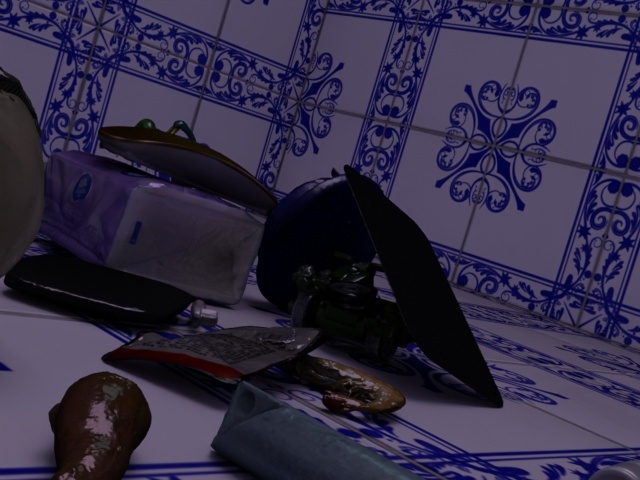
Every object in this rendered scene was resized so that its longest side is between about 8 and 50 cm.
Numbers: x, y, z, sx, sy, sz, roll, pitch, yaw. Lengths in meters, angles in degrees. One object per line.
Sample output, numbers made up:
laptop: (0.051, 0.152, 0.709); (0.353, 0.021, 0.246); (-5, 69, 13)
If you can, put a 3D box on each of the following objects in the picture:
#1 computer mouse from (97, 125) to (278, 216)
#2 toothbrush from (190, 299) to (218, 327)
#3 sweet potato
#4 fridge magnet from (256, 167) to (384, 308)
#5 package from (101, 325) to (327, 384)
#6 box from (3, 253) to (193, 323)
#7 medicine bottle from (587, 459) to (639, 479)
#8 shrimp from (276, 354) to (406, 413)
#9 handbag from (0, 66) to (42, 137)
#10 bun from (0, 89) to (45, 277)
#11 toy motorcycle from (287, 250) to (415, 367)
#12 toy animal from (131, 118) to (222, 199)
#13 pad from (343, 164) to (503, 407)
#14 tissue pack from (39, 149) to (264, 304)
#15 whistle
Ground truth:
computer mouse: (-0.202, -0.119, 1.490); (0.310, 0.072, 0.158); (23, 0, -37)
toothbrush: (-0.145, 0.089, 1.153); (0.030, 0.025, 0.307); (9, -3, -8)
sweet potato: (-0.147, 0.124, 0.617); (0.068, 0.068, 0.226); (16, 4, -7)
fridge magnet: (0.000, 0.000, 1.561); (0.113, 0.265, 0.265); (42, 18, 34)
package: (-0.105, 0.112, 0.992); (0.154, 0.030, 0.239); (4, 2, 22)
box: (-0.266, 0.062, 1.155); (0.201, 0.042, 0.212); (17, 5, 2)
medicine bottle: (0.286, 0.237, 0.881); (0.057, 0.057, 0.089); (19, 4, 33)
shrimp: (0.005, 0.159, 1.032); (0.178, 0.034, 0.124); (19, 11, 10)
handbag: (-0.649, -0.205, 1.551); (0.341, 0.247, 0.240); (20, -10, -7)
bun: (-0.400, -0.029, 0.727); (0.360, 0.211, 0.360); (8, 11, -2)
toy motorcycle: (0.067, 0.101, 1.407); (0.205, 0.127, 0.275); (15, 6, 28)
toy animal: (-0.236, -0.143, 1.613); (0.208, 0.103, 0.100); (33, 1, -31)
pad: (0.102, 0.057, 1.320); (0.315, 0.063, 0.375); (39, 22, -41)
tissue pack: (-0.283, -0.030, 1.485); (0.242, 0.160, 0.338); (19, 2, -39)
whistle: (0.036, 0.178, 0.645); (0.312, 0.062, 0.062); (20, 5, 41)
